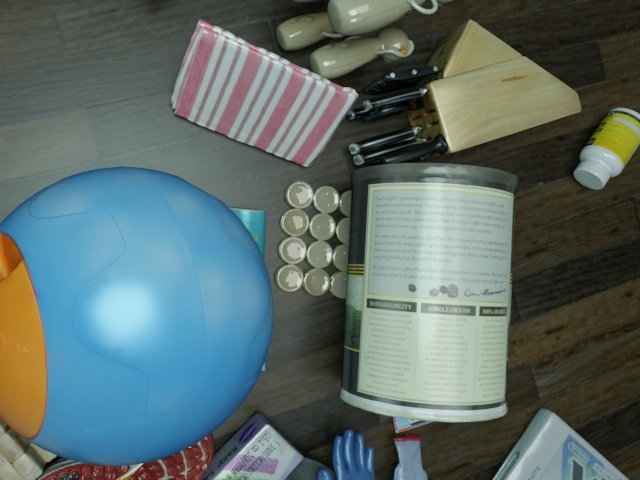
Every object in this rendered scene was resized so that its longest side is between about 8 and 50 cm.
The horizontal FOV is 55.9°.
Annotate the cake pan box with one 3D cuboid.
[{"bbox_3d":[-0.077,0.387,0.752,0.267,0.070,0.245,-44,104,-13],"label":"cake pan box"}]

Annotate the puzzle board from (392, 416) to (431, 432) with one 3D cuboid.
[{"bbox_3d":[0.156,0.208,0.848,0.128,0.011,0.096,-12,93,-15],"label":"puzzle board"}]

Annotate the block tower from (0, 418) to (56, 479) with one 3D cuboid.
[{"bbox_3d":[-0.445,0.296,0.631,0.335,0.091,0.097,-38,100,-13],"label":"block tower"}]

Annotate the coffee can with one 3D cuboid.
[{"bbox_3d":[0.130,0.058,0.734,0.202,0.201,0.275,4,87,-16],"label":"coffee can"}]

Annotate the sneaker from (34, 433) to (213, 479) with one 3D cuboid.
[{"bbox_3d":[-0.232,0.259,0.699,0.225,0.093,0.088,-9,93,-33],"label":"sneaker"}]

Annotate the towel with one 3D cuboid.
[{"bbox_3d":[-0.070,-0.168,0.717,0.197,0.144,0.029,20,56,-16],"label":"towel"}]

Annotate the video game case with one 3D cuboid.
[{"bbox_3d":[0.361,0.465,0.897,0.329,0.036,0.300,41,80,-13],"label":"video game case"}]

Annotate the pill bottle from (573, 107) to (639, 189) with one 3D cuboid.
[{"bbox_3d":[0.429,-0.135,0.898,0.065,0.065,0.116,39,79,-13],"label":"pill bottle"}]

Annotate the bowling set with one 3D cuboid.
[{"bbox_3d":[0.034,-0.269,0.748,0.154,0.287,0.199,-23,141,-17],"label":"bowling set"}]

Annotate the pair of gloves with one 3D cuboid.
[{"bbox_3d":[0.076,0.327,0.772,0.198,0.023,0.159,15,62,-35],"label":"pair of gloves"}]

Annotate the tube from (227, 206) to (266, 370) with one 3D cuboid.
[{"bbox_3d":[-0.103,0.062,0.756,0.080,0.052,0.207,4,95,-5],"label":"tube"}]

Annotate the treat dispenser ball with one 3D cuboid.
[{"bbox_3d":[-0.190,0.072,0.601,0.288,0.288,0.288,0,90,-16],"label":"treat dispenser ball"}]

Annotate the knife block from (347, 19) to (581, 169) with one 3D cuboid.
[{"bbox_3d":[0.183,-0.152,0.814,0.276,0.088,0.242,28,84,-15],"label":"knife block"}]

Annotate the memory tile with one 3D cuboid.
[{"bbox_3d":[0.000,0.000,0.800,0.113,0.012,0.147,7,89,-16],"label":"memory tile"}]
